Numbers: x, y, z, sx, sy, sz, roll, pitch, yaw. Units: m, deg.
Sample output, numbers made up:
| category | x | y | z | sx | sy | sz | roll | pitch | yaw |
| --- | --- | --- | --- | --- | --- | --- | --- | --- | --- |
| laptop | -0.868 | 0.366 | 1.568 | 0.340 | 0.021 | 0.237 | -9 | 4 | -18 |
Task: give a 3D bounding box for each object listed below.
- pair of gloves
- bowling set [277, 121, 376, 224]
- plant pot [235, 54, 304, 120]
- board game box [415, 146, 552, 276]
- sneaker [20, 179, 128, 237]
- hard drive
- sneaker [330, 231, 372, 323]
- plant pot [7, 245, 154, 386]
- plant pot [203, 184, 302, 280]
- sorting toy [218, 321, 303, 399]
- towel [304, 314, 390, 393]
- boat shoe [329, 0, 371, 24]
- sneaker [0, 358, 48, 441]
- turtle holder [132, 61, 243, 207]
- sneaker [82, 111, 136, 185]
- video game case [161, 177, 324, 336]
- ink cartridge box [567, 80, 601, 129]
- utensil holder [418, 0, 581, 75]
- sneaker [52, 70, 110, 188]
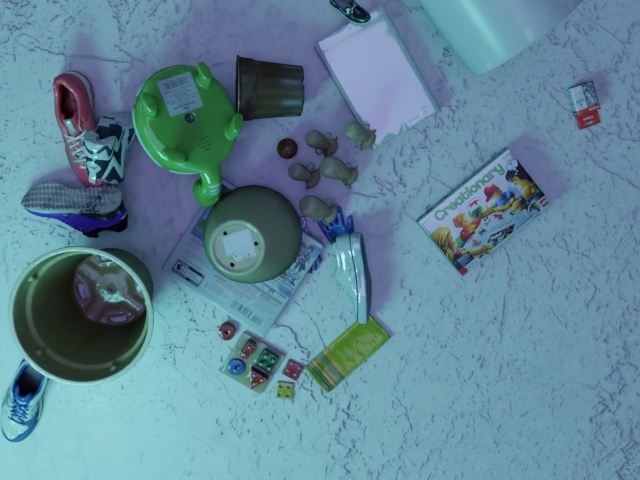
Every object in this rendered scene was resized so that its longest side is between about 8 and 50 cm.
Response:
| category | x | y | z | sx | sy | sz | roll | pitch | yaw |
| --- | --- | --- | --- | --- | --- | --- | --- | --- | --- |
| pair of gloves | 0.000 | 0.000 | 1.990 | 0.198 | 0.023 | 0.159 | -17 | 99 | 1 |
| bowling set | 0.002 | -0.208 | 1.913 | 0.200 | 0.154 | 0.287 | 39 | 101 | 28 |
| plant pot | -0.128 | -0.377 | 1.861 | 0.165 | 0.167 | 0.167 | -1 | 100 | -9 |
| board game box | 0.431 | -0.075 | 1.971 | 0.305 | 0.053 | 0.193 | -40 | 98 | 5 |
| sneaker | -0.628 | -0.066 | 1.922 | 0.293 | 0.102 | 0.146 | 6 | 141 | 17 |
| hard drive | 0.147 | -0.419 | 1.915 | 0.203 | 0.040 | 0.308 | -30 | 98 | 4 |
| sneaker | 0.081 | 0.099 | 1.974 | 0.091 | 0.094 | 0.258 | -3 | 108 | 16 |
| plant pot | -0.553 | 0.151 | 1.858 | 0.333 | 0.305 | 0.334 | 0 | 100 | -1 |
| plant pot | -0.181 | -0.002 | 1.811 | 0.256 | 0.274 | 0.257 | 0 | 96 | 3 |
| sorting toy | -0.179 | 0.344 | 2.030 | 0.274 | 0.046 | 0.132 | 31 | 98 | -7 |
| towel | 0.074 | 0.309 | 2.043 | 0.237 | 0.021 | 0.102 | -42 | 99 | 5 |
| boat shoe | 0.072 | -0.584 | 1.861 | 0.125 | 0.038 | 0.046 | 40 | 84 | 19 |
| sneaker | -0.797 | 0.417 | 1.986 | 0.111 | 0.131 | 0.297 | 20 | 100 | -6 |
| turtle holder | -0.316 | -0.267 | 1.827 | 0.320 | 0.227 | 0.243 | 40 | 73 | -19 |
| sneaker | -0.519 | -0.220 | 1.859 | 0.094 | 0.235 | 0.153 | 16 | 121 | -2 |
| video game case | -0.206 | 0.046 | 1.974 | 0.329 | 0.036 | 0.300 | 33 | 97 | -1 |
| ink cartridge box | 0.693 | -0.352 | 1.944 | 0.062 | 0.029 | 0.115 | -20 | 99 | 2 |
| utensil holder | 0.378 | -0.633 | 1.743 | 0.327 | 0.327 | 0.385 | -38 | 100 | 5 |
| sneaker | -0.614 | -0.269 | 1.871 | 0.115 | 0.136 | 0.314 | -14 | 100 | 1 |
